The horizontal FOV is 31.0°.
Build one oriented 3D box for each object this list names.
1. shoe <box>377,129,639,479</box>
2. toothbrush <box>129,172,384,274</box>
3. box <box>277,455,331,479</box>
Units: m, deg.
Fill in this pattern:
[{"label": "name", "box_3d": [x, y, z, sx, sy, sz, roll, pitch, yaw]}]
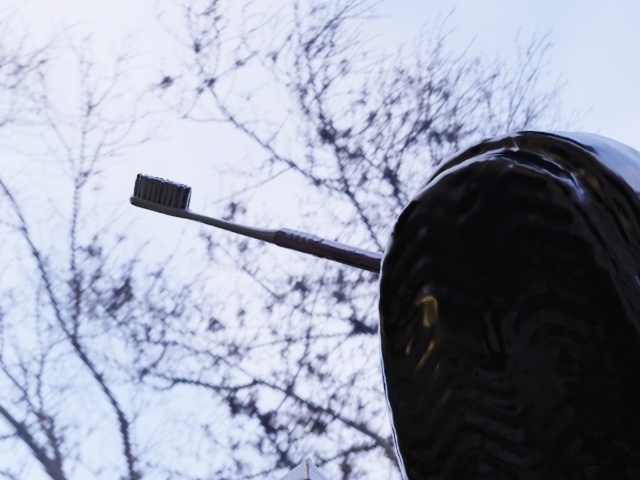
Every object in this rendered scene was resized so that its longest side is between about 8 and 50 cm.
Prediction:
[{"label": "shoe", "box_3d": [0.181, 0.128, 0.463, 0.171, 0.237, 0.383, -33, -105, 48]}, {"label": "toothbrush", "box_3d": [0.000, 0.000, 0.933, 0.354, 0.024, 0.029, 16, -76, 19]}, {"label": "box", "box_3d": [-0.077, 0.315, 1.257, 0.207, 0.041, 0.050, -37, -65, 12]}]
